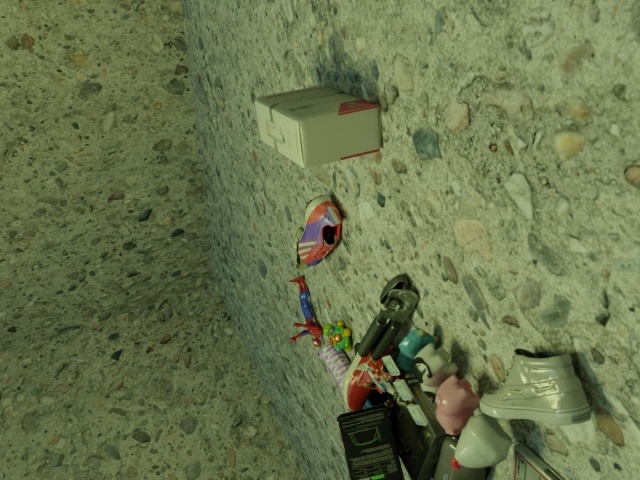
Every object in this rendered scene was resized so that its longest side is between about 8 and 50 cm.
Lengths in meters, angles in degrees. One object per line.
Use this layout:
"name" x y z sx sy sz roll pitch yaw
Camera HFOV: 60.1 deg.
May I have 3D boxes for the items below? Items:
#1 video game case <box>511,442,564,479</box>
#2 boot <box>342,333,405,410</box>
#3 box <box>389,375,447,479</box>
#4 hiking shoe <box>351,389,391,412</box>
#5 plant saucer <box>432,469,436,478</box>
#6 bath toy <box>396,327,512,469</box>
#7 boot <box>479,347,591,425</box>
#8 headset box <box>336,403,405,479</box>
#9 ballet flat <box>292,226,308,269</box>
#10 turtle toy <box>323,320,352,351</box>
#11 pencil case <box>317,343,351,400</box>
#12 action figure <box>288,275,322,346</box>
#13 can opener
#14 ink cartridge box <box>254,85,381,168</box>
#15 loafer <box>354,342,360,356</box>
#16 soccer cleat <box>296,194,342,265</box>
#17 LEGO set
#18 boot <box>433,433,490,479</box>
"video game case" 0.479 0.558 1.069 0.285 0.025 0.204 41 143 55
"boot" 0.157 0.400 1.566 0.176 0.088 0.244 31 103 58
"box" 0.256 0.507 1.478 0.183 0.056 0.231 -119 29 -46
"hiking shoe" 0.164 0.529 1.729 0.132 0.113 0.304 29 134 62
"plant saucer" 0.309 0.584 1.526 0.168 0.029 0.168 51 152 42
"bath toy" 0.280 0.354 1.214 0.151 0.129 0.348 32 -164 -33
"boot" 0.376 0.258 1.013 0.258 0.095 0.123 150 111 -65
"headset box" 0.141 0.584 1.434 0.246 0.131 0.283 71 -174 -76
"ballet flat" -0.077 0.034 2.013 0.057 0.052 0.168 39 142 56
"turtle toy" 0.057 0.327 1.900 0.130 0.066 0.095 44 146 51
"pencil case" 0.069 0.456 1.952 0.206 0.088 0.086 54 155 38
"action figure" -0.083 0.292 2.145 0.280 0.139 0.091 68 161 2
"can opener" 0.174 0.203 1.450 0.095 0.076 0.283 -83 11 -45
"ink cartridge box" -0.012 -0.285 1.347 0.283 0.207 0.117 41 143 55
"loafer" 0.131 0.415 1.793 0.062 0.061 0.170 10 116 68
"soccer cleat" 0.000 0.000 1.719 0.116 0.109 0.318 55 152 29
"LEGO set" 0.174 0.388 1.409 0.182 0.060 0.244 60 166 8
"boot" 0.290 0.623 1.301 0.118 0.223 0.338 22 136 35
